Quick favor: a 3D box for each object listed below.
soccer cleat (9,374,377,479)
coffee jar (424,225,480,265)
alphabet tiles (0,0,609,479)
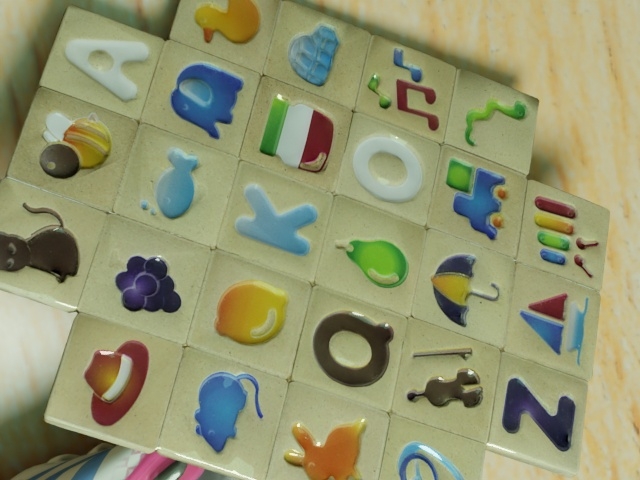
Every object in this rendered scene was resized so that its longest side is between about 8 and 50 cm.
[{"bbox_3d":[-0.096,0.142,0.730,0.331,0.143,0.116,-25,109,-18],"label":"soccer cleat"},{"bbox_3d":[0.005,0.024,0.770,0.184,0.079,0.096,3,104,-17],"label":"coffee jar"},{"bbox_3d":[0.000,0.000,0.713,0.342,0.011,0.285,20,62,-13],"label":"alphabet tiles"}]
